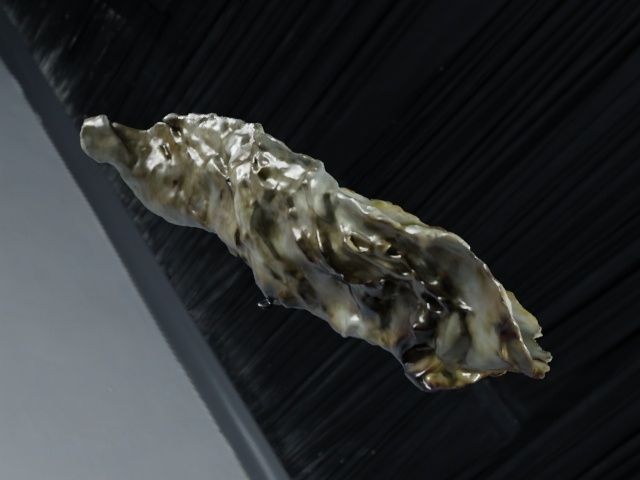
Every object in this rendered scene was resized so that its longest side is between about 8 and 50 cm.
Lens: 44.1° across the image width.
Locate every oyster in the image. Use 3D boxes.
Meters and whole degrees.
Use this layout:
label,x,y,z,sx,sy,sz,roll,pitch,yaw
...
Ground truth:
label,x,y,z,sx,sy,sz,roll,pitch,yaw
oyster,0.005,0.000,0.572,0.396,0.111,0.204,29,7,37
